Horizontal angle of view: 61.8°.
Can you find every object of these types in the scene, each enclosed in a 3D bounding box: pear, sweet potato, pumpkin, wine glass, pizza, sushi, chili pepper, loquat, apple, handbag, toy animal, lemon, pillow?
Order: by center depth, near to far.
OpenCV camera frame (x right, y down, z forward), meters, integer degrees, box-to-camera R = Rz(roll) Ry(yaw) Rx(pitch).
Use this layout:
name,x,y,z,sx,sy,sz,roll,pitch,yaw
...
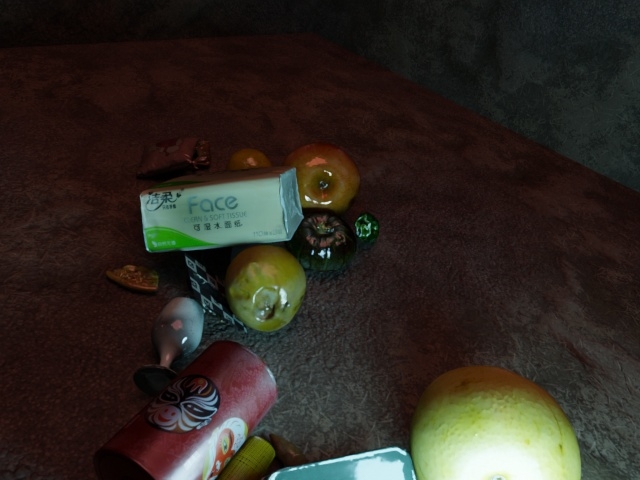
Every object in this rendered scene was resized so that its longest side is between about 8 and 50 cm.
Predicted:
name,x,y,z,sx,sy,sz,roll,pitch,yaw
handbag,0.049,0.538,1.023,0.327,0.089,0.238,-1,58,-23
pear,0.354,0.430,1.113,0.349,0.348,0.348,9,35,-7
sweet potato,-0.041,0.487,1.134,0.218,0.051,0.065,37,1,29
wine glass,-0.358,0.252,1.296,0.127,0.126,0.241,12,37,-3
sushi,-0.303,0.155,1.454,0.215,0.051,0.192,46,10,-41
loquat,-0.152,0.124,1.465,0.244,0.243,0.243,9,35,-7
pizza,-0.524,0.103,1.521,0.160,0.035,0.099,20,35,8
pumpkin,0.002,-0.002,1.747,0.238,0.159,0.237,11,39,-9
chili pepper,0.156,-0.048,1.831,0.084,0.099,0.253,1,-5,11
apple,-0.006,-0.203,1.899,0.299,0.298,0.275,13,10,-2
lemon,-0.265,-0.254,1.995,0.179,0.178,0.203,0,25,-20
pillow,-0.577,-0.323,2.026,0.224,0.084,0.236,-10,39,1
toy animal,-0.485,-0.347,2.148,0.099,0.056,0.241,1,36,-19

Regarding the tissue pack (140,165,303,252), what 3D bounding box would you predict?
name,x,y,z,sx,sy,sz,roll,pitch,yaw
tissue pack,-0.275,-0.101,1.584,0.405,0.205,0.332,-5,11,6

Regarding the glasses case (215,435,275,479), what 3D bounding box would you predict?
name,x,y,z,sx,sy,sz,roll,pitch,yaw
glasses case,-0.172,0.491,1.071,0.079,0.064,0.234,33,39,10

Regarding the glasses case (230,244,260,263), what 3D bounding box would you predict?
name,x,y,z,sx,sy,sz,roll,pitch,yaw
glasses case,-0.238,0.018,1.720,0.092,0.059,0.233,9,34,-11

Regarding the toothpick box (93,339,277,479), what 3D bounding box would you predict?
name,x,y,z,sx,sy,sz,roll,pitch,yaw
toothpick box,-0.258,0.379,1.085,0.204,0.204,0.333,26,36,17
